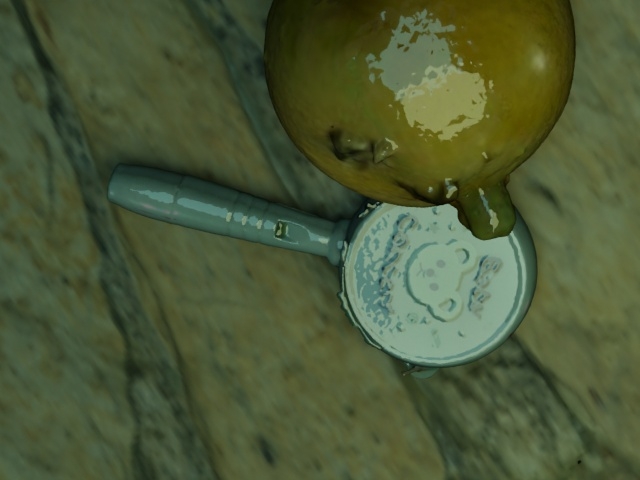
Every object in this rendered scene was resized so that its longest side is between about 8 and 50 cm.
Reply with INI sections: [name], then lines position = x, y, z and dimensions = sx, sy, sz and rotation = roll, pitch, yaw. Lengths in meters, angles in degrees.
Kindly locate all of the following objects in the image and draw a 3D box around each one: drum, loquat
[drum]
position = 0.010, -0.018, 1.119
dimensions = 0.253, 0.049, 0.130
rotation = 30, 102, 1
[loquat]
position = 0.057, -0.095, 1.044
dimensions = 0.172, 0.149, 0.204
rotation = -20, 81, 3
